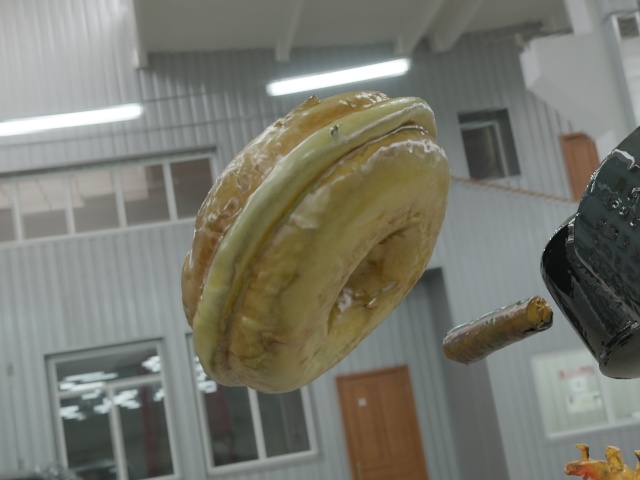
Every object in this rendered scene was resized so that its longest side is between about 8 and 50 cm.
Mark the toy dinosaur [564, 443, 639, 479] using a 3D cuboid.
[{"bbox_3d":[0.462,0.376,1.591,0.288,0.117,0.070,16,-10,-39],"label":"toy dinosaur"}]

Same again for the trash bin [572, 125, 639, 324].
[{"bbox_3d":[0.245,0.005,0.610,0.175,0.161,0.175,-20,-48,-24],"label":"trash bin"}]

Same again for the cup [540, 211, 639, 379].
[{"bbox_3d":[0.355,0.036,1.116,0.169,0.176,0.223,10,-41,-36],"label":"cup"}]

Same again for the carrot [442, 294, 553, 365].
[{"bbox_3d":[0.275,0.143,1.632,0.070,0.070,0.260,-5,-17,-26],"label":"carrot"}]

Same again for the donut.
[{"bbox_3d":[0.000,0.000,1.335,0.449,0.198,0.449,-43,-24,-25],"label":"donut"}]
